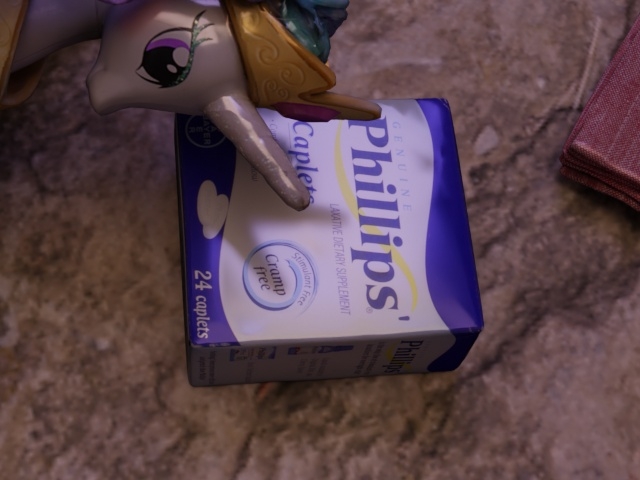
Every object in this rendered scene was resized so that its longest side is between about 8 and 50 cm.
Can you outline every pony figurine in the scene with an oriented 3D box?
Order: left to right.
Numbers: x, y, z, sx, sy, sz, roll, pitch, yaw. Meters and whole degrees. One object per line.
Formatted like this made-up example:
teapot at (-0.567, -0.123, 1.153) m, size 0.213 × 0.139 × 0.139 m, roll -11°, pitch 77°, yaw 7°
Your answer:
pony figurine at (-0.169, -0.167, 0.525) m, size 0.363 × 0.303 × 0.351 m, roll -5°, pitch 73°, yaw -4°

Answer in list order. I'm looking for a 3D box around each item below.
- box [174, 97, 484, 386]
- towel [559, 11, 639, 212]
box at (0.000, 0.000, 0.577) m, size 0.137 × 0.072 × 0.126 m, roll -3°, pitch 67°, yaw -8°
towel at (0.321, -0.045, 0.651) m, size 0.329 × 0.037 × 0.237 m, roll 32°, pitch 65°, yaw 7°
